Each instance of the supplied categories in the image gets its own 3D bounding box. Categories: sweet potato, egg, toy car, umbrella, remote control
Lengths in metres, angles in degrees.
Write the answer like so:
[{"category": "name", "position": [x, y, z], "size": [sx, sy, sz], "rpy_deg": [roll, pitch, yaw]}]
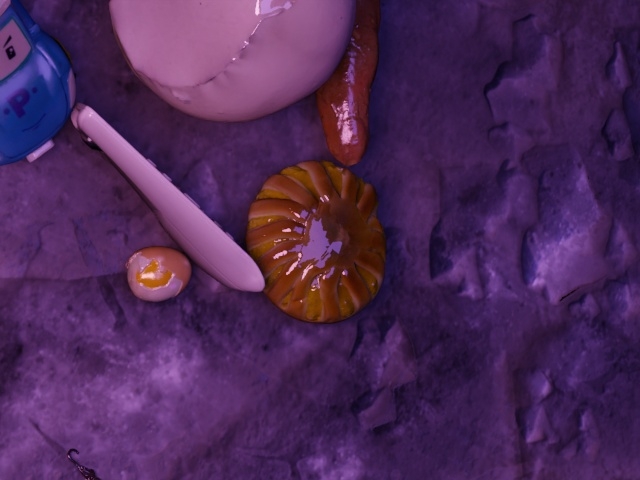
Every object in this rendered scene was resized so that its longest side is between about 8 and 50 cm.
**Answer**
[{"category": "sweet potato", "position": [0.035, -0.272, 1.991], "size": [0.095, 0.106, 0.355], "rpy_deg": [32, 66, -68]}, {"category": "egg", "position": [-0.197, 0.041, 1.849], "size": [0.083, 0.071, 0.071], "rpy_deg": [-4, 85, -28]}, {"category": "toy car", "position": [-0.405, -0.233, 1.733], "size": [0.198, 0.166, 0.314], "rpy_deg": [-38, 101, -21]}, {"category": "umbrella", "position": [-0.264, 0.298, 1.816], "size": [0.122, 0.013, 0.022], "rpy_deg": [48, 45, -12]}, {"category": "remote control", "position": [-0.192, -0.046, 1.838], "size": [0.313, 0.109, 0.055], "rpy_deg": [44, 85, -18]}]

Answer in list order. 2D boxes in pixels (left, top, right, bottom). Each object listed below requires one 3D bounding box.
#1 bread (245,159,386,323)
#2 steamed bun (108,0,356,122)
[{"category": "bread", "position": [0.000, 0.000, 1.936], "size": [0.213, 0.104, 0.213], "rpy_deg": [2, 84, -23]}, {"category": "steamed bun", "position": [-0.084, -0.288, 1.845], "size": [0.309, 0.309, 0.309], "rpy_deg": [4, 82, -26]}]
